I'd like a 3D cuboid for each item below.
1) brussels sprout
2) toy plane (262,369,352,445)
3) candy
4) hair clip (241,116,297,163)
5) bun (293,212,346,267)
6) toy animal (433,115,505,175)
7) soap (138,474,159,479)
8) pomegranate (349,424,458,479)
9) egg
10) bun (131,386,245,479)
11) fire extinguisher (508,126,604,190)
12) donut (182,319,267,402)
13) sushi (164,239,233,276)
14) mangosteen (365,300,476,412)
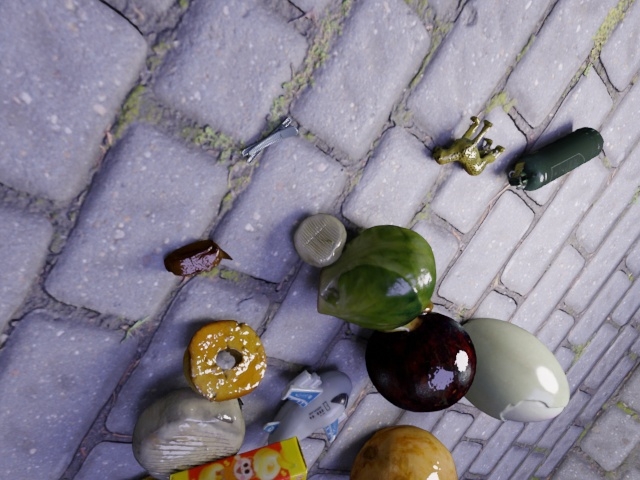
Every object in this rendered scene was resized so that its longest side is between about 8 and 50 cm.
[{"bbox_3d":[0.119,0.090,0.902,0.272,0.210,0.219,-11,146,0],"label":"brussels sprout"},{"bbox_3d":[-0.026,0.443,1.046,0.267,0.123,0.266,-13,118,-26],"label":"toy plane"},{"bbox_3d":[-0.171,0.530,0.870,0.276,0.088,0.146,-9,129,-18],"label":"candy"},{"bbox_3d":[-0.093,-0.183,0.750,0.115,0.039,0.030,-36,120,-6],"label":"hair clip"},{"bbox_3d":[0.000,0.000,0.862,0.115,0.069,0.115,0,81,3],"label":"bun"},{"bbox_3d":[0.363,-0.205,0.980,0.136,0.073,0.181,-50,139,11],"label":"toy animal"},{"bbox_3d":[-0.416,0.602,0.879,0.339,0.169,0.304,-42,136,-5],"label":"soap"},{"bbox_3d":[0.255,0.744,1.219,0.338,0.338,0.338,-12,119,-23],"label":"pomegranate"},{"bbox_3d":[0.556,0.396,1.216,0.278,0.336,0.278,-17,124,-27],"label":"egg"},{"bbox_3d":[-0.276,0.396,0.870,0.239,0.141,0.239,-12,128,-16],"label":"bun"},{"bbox_3d":[0.615,-0.208,1.085,0.311,0.114,0.095,-27,94,-14],"label":"fire extinguisher"},{"bbox_3d":[-0.201,0.251,0.843,0.178,0.162,0.065,13,148,-39],"label":"donut"},{"bbox_3d":[-0.233,0.037,0.770,0.120,0.052,0.055,-23,123,-18],"label":"sushi"},{"bbox_3d":[0.247,0.288,1.036,0.288,0.288,0.288,-12,119,-23],"label":"mangosteen"}]
